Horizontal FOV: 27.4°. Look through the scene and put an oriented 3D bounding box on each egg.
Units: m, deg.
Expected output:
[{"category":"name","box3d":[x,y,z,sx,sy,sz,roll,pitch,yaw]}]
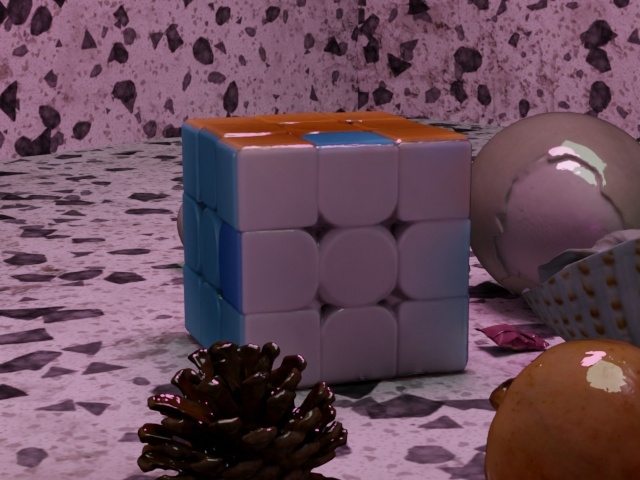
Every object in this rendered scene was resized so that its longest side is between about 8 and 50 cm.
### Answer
[{"category":"egg","box3d":[0.346,-0.041,1.848,0.278,0.278,0.336,-2,9,-7]}]

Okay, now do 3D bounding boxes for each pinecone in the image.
[{"category":"pinecone","box3d":[-0.066,0.171,1.086,0.179,0.195,0.150,-19,38,-24]}]

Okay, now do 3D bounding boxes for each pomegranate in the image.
[{"category":"pomegranate","box3d":[0.224,0.169,1.049,0.191,0.191,0.191,0,12,0]}]

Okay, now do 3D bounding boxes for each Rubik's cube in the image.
[{"category":"Rubik's cube","box3d":[0.000,0.000,1.620,0.291,0.290,0.292,-4,13,-18]}]

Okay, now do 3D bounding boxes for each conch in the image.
[{"category":"conch","box3d":[0.407,0.065,1.517,0.319,0.215,0.303,-30,-12,31]}]

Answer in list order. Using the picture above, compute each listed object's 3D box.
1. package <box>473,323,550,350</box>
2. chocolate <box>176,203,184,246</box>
[{"category":"package","box3d":[0.241,0.123,1.664,0.083,0.029,0.059,4,13,-23]},{"category":"chocolate","box3d":[-0.156,-0.028,2.098,0.147,0.221,0.221,-23,17,-11]}]
